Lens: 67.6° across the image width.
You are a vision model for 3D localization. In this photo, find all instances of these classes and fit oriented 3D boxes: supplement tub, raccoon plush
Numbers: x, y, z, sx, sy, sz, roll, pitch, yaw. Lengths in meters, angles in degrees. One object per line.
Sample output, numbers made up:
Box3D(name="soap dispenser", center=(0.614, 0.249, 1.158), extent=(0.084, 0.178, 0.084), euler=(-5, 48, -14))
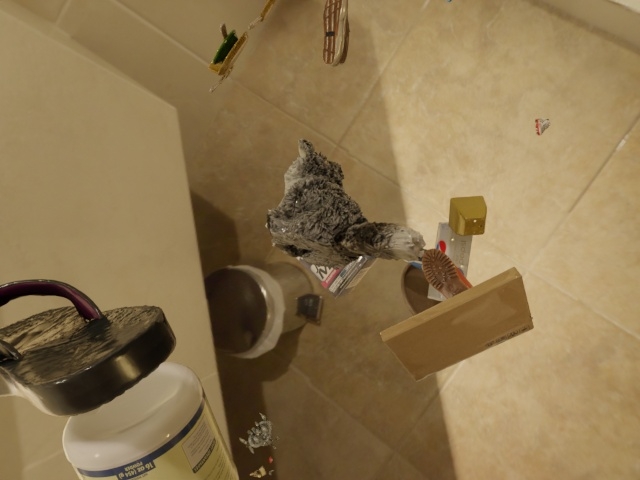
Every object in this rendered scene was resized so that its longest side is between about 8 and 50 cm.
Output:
Box3D(name="supplement tub", center=(-0.284, 0.414, 0.865), extent=(0.236, 0.235, 0.324), euler=(-9, 111, 18))
Box3D(name="raccoon plush", center=(0.076, -0.094, 1.165), extent=(0.447, 0.216, 0.299), euler=(8, 68, 28))

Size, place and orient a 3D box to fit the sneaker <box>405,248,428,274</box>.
Box3D(name="sneaker", center=(0.351, 0.082, 1.549), extent=(0.211, 0.080, 0.081), euler=(15, 125, -22))

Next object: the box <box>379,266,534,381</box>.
Box3D(name="box", center=(0.203, 0.128, 0.691), extent=(0.201, 0.164, 0.021), euler=(-27, 47, 9))

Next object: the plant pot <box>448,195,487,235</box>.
Box3D(name="plant pot", center=(0.362, -0.053, 1.159), extent=(0.082, 0.083, 0.081), euler=(-3, 120, 3))

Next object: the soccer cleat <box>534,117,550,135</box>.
Box3D(name="soccer cleat", center=(0.558, -0.287, 1.199), extent=(0.036, 0.083, 0.029), euler=(-4, 120, 26))

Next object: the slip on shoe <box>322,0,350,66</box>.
Box3D(name="slip on shoe", center=(0.035, -0.393, 0.883), extent=(0.051, 0.041, 0.135), euler=(22, 117, 43))

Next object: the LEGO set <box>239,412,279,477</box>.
Box3D(name="LEGO set", center=(-0.081, 0.282, 0.662), extent=(0.054, 0.023, 0.083), euler=(-15, 66, -18))

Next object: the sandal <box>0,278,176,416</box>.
Box3D(name="sandal", center=(-0.332, 0.100, 0.557), extent=(0.446, 0.167, 0.107), euler=(-10, 110, 37))

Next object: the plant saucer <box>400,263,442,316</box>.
Box3D(name="plant saucer", center=(0.387, 0.192, 1.654), extent=(0.277, 0.278, 0.041), euler=(56, 138, 12))

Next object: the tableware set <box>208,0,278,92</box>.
Box3D(name="tableware set", center=(-0.064, -0.216, 0.451), extent=(0.024, 0.104, 0.154), euler=(34, 122, -15))

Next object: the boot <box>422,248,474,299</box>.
Box3D(name="boot", center=(0.258, 0.084, 0.927), extent=(0.059, 0.085, 0.157), euler=(-41, 67, 20))

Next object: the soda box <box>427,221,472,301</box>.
Box3D(name="soda box", center=(0.357, 0.061, 1.310), extent=(0.074, 0.069, 0.216), euler=(9, 89, -20))

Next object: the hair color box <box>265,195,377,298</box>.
Box3D(name="hair color box", center=(0.000, 0.000, 1.527), extent=(0.347, 0.105, 0.173), euler=(45, 114, 20))
